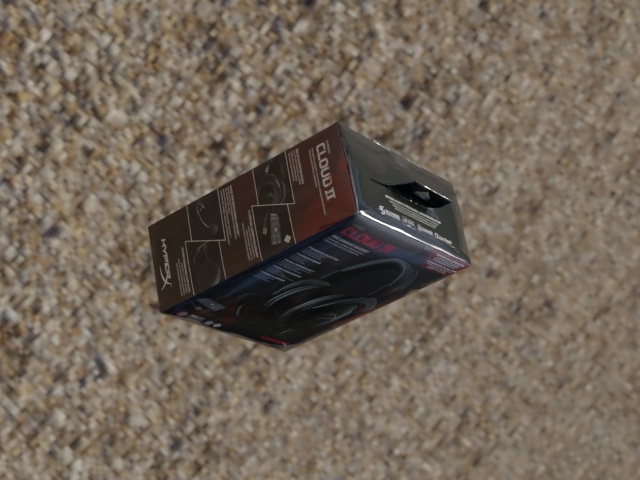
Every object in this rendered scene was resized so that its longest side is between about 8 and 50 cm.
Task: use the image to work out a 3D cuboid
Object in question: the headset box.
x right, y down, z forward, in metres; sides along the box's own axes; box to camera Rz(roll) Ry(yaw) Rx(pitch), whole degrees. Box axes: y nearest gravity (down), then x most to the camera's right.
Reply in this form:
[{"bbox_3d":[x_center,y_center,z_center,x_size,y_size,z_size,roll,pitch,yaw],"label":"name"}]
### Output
[{"bbox_3d":[0.000,0.000,0.430,0.083,0.032,0.062,-25,151,29],"label":"headset box"}]
